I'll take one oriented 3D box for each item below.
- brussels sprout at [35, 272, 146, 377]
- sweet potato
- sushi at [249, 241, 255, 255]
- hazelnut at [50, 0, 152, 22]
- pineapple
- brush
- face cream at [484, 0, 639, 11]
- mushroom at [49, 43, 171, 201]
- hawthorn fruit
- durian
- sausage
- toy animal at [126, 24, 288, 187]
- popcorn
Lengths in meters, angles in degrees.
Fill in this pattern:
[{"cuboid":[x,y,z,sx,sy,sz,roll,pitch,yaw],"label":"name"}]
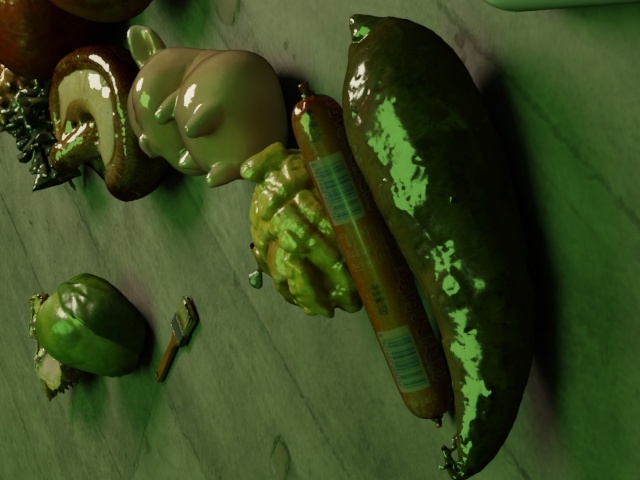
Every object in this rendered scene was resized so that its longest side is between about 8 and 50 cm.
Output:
[{"cuboid":[-0.324,0.117,2.041,0.183,0.145,0.131,11,76,55],"label":"brussels sprout"},{"cuboid":[0.112,-0.011,1.258,0.130,0.130,0.422,-33,69,57],"label":"sweet potato"},{"cuboid":[-0.044,0.022,1.635,0.083,0.044,0.046,10,124,62],"label":"sushi"},{"cuboid":[-0.265,-0.380,1.850,0.186,0.210,0.210,-119,31,-78],"label":"hazelnut"},{"cuboid":[-0.440,-0.199,2.211,0.340,0.169,0.169,50,135,35],"label":"pineapple"},{"cuboid":[-0.196,0.138,1.933,0.170,0.014,0.043,-62,41,44],"label":"brush"},{"cuboid":[0.170,-0.266,1.163,0.337,0.080,0.163,11,103,60],"label":"face cream"},{"cuboid":[-0.263,-0.161,1.915,0.231,0.138,0.194,48,121,33],"label":"mushroom"},{"cuboid":[-0.390,-0.325,2.047,0.224,0.224,0.260,42,149,52],"label":"hawthorn fruit"},{"cuboid":[-0.396,0.174,2.240,0.140,0.078,0.224,53,149,27],"label":"durian"},{"cuboid":[0.050,0.016,1.342,0.053,0.053,0.347,-6,108,61],"label":"sausage"},{"cuboid":[-0.128,-0.150,1.636,0.250,0.154,0.166,25,137,52],"label":"toy animal"},{"cuboid":[-0.001,-0.018,1.450,0.194,0.140,0.163,-145,47,-65],"label":"popcorn"}]
